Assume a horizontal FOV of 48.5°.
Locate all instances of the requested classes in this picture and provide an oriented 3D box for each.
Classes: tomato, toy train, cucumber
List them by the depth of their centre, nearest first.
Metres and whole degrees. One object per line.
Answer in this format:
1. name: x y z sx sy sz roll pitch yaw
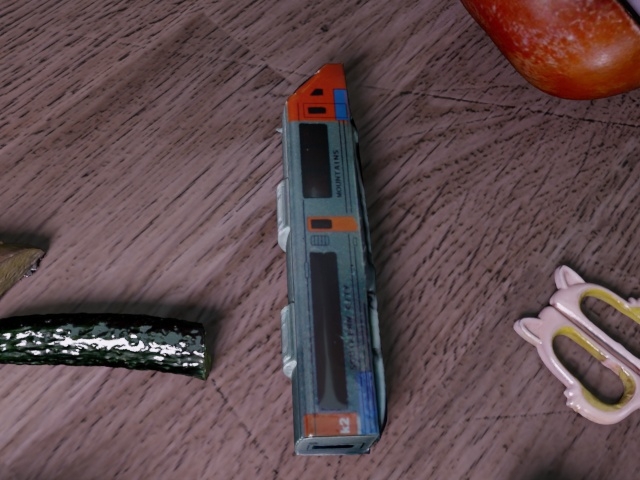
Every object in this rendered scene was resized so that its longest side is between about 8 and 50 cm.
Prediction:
1. cucumber: -0.208 0.094 0.649 0.215 0.052 0.058 4 91 -5
2. toy train: 0.000 0.000 0.709 0.089 0.086 0.409 -1 63 -7
3. tomato: 0.253 -0.285 0.830 0.338 0.144 0.338 35 31 -25

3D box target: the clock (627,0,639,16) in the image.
1. clock: 0.398 -0.327 0.824 0.295 0.113 0.322 45 31 -12

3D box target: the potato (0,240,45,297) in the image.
1. potato: -0.345 0.034 0.634 0.101 0.089 0.172 34 64 12

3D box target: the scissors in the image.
1. scissors: 0.348 0.156 0.718 0.318 0.024 0.160 40 64 12
